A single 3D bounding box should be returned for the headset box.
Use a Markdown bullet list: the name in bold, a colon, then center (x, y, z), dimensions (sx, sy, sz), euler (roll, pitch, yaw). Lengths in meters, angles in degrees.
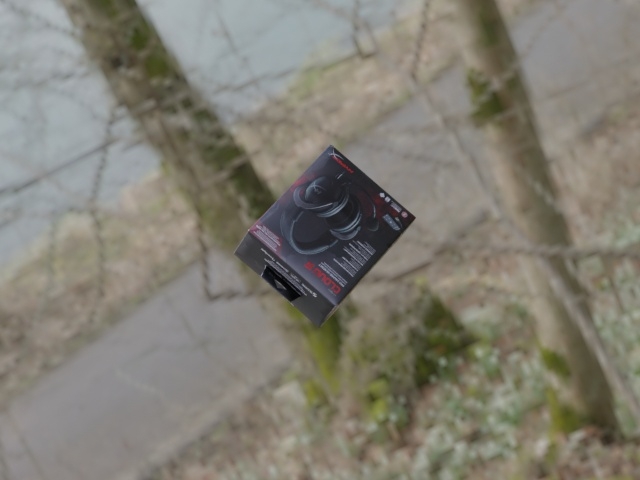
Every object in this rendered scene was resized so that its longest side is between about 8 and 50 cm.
- **headset box**: center (0.000, 0.000, 1.027), dimensions (0.083, 0.062, 0.032), euler (-46, -4, -32)
